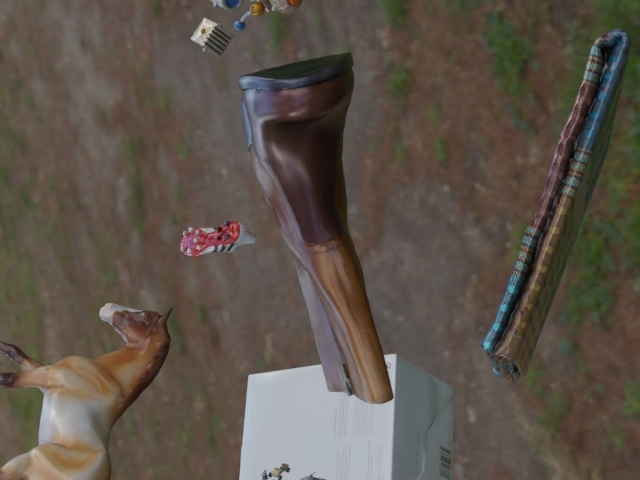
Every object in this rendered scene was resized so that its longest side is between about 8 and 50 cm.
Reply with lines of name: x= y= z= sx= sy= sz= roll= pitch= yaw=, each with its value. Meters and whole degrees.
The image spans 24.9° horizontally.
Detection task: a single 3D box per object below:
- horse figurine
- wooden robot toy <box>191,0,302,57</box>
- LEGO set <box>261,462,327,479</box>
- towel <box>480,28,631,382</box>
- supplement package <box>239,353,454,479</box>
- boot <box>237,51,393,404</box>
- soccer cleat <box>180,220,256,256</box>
horse figurine: x=-0.218 y=0.151 z=1.132 sx=0.263 sy=0.175 sz=0.066 roll=-86 pitch=10 yaw=-45
wooden robot toy: x=-0.055 y=-0.256 z=1.478 sx=0.079 sy=0.173 sz=0.076 roll=36 pitch=166 yaw=48
LEGO set: x=-0.020 y=0.219 z=1.310 sx=0.083 sy=0.054 sz=0.023 roll=18 pitch=117 yaw=32
towel: x=0.198 y=-0.014 z=1.241 sx=0.370 sy=0.040 sz=0.271 roll=40 pitch=-110 yaw=-78
supplement package: x=0.032 y=0.254 z=1.674 sx=0.203 sy=0.149 sz=0.194 roll=-11 pitch=62 yaw=31
boot: x=0.000 y=0.000 z=1.181 sx=0.264 sy=0.096 sz=0.280 roll=158 pitch=98 yaw=-74
soccer cleat: x=-0.093 y=0.000 z=1.308 sx=0.083 sy=0.036 sz=0.029 roll=-15 pitch=64 yaw=44
